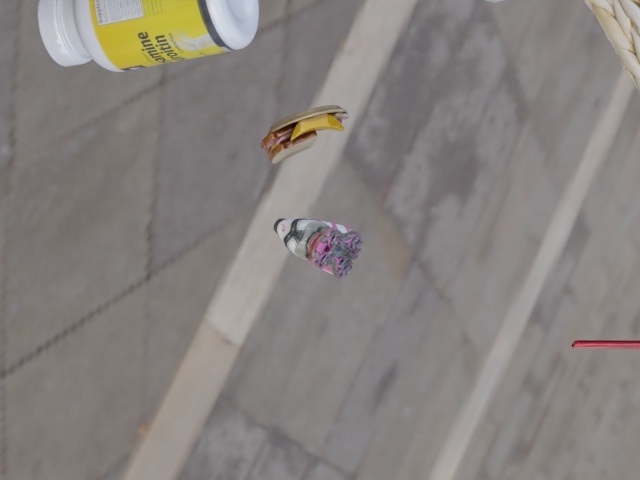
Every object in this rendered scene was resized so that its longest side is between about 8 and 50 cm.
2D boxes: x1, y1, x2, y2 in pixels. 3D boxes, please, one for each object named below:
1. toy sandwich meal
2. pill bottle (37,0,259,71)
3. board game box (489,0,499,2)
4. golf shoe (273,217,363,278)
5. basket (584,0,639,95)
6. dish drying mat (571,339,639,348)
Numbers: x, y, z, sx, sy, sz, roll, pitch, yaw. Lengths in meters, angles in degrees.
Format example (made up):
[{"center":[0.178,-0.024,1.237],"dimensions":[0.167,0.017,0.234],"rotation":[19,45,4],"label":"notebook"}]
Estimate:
[{"center":[-0.013,-0.096,1.470],"dimensions":[0.085,0.085,0.029],"rotation":[1,70,-69],"label":"toy sandwich meal"},{"center":[-0.156,-0.208,1.466],"dimensions":[0.103,0.184,0.103],"rotation":[-8,90,-69],"label":"pill bottle"},{"center":[0.219,-0.423,2.219],"dimensions":[0.302,0.308,0.086],"rotation":[13,82,-32],"label":"board game box"},{"center":[0.000,0.000,2.158],"dimensions":[0.067,0.086,0.186],"rotation":[-62,160,-1],"label":"golf shoe"},{"center":[0.385,-0.294,1.356],"dimensions":[0.328,0.331,0.266],"rotation":[-17,163,-44],"label":"basket"},{"center":[0.329,0.119,1.854],"dimensions":[0.032,0.083,0.008],"rotation":[77,13,-77],"label":"dish drying mat"}]
